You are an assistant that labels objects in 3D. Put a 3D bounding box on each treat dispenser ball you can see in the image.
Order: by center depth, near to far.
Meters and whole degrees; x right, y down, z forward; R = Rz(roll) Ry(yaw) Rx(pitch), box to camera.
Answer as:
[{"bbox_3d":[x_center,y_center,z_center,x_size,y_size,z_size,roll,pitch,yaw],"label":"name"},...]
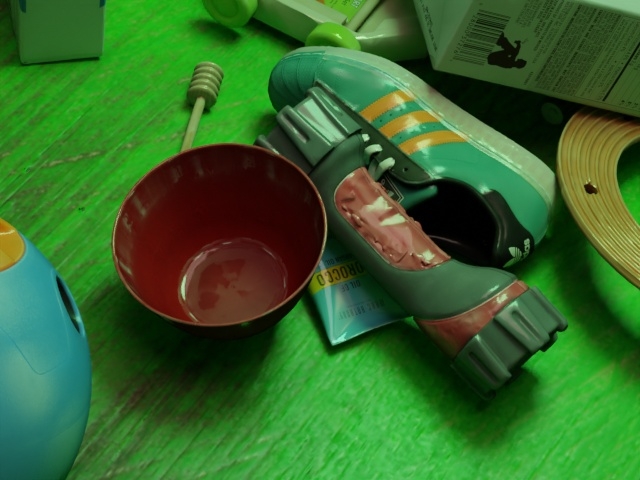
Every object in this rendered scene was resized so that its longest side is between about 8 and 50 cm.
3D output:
[{"bbox_3d":[-0.312,0.105,1.284,0.288,0.288,0.288,5,50,-6],"label":"treat dispenser ball"}]

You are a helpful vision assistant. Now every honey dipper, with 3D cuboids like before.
[{"bbox_3d":[-0.123,-0.102,1.660,0.030,0.030,0.160,13,54,1],"label":"honey dipper"}]

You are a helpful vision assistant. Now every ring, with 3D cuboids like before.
[{"bbox_3d":[0.371,-0.018,1.638,0.337,0.032,0.336,14,40,-12],"label":"ring"}]

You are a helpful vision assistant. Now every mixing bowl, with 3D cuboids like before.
[{"bbox_3d":[-0.080,0.016,1.507,0.181,0.098,0.181,-3,59,5],"label":"mixing bowl"}]

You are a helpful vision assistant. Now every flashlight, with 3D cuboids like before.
[{"bbox_3d":[0.075,-0.003,1.520,0.103,0.103,0.304,-39,80,-17],"label":"flashlight"}]

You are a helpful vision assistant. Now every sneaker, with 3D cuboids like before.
[{"bbox_3d":[0.069,-0.074,1.615,0.302,0.108,0.121,29,47,12],"label":"sneaker"}]

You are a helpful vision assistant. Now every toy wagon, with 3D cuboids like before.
[{"bbox_3d":[0.051,-0.268,1.802,0.344,0.068,0.267,28,52,11],"label":"toy wagon"}]

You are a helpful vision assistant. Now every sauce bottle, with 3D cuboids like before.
[{"bbox_3d":[0.267,-0.159,1.765,0.042,0.042,0.128,34,51,17],"label":"sauce bottle"}]

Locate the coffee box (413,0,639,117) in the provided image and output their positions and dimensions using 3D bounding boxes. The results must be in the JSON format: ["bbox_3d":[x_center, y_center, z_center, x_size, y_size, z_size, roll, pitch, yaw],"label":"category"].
[{"bbox_3d":[0.247,-0.224,1.676,0.297,0.119,0.168,10,41,-21],"label":"coffee box"}]

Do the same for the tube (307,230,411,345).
[{"bbox_3d":[0.000,0.000,1.586,0.080,0.052,0.207,-21,62,-17],"label":"tube"}]

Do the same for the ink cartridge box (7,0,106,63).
[{"bbox_3d":[-0.268,-0.296,1.715,0.086,0.148,0.203,-7,53,-14],"label":"ink cartridge box"}]
